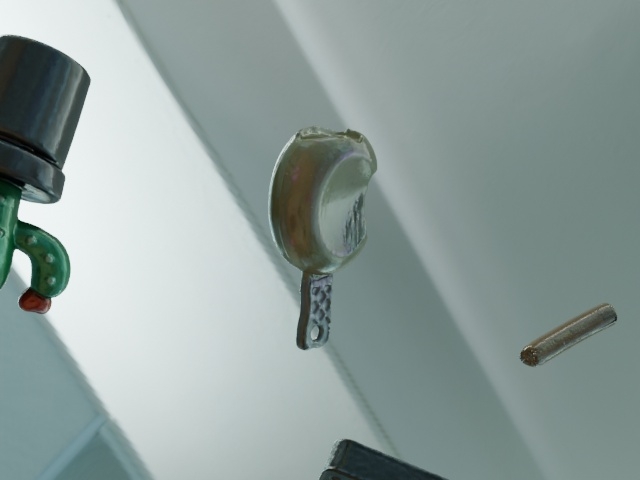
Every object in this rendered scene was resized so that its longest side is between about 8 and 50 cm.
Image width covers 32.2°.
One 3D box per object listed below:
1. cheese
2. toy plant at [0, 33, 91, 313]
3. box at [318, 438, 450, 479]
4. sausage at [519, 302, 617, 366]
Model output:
[{"bbox_3d":[0.000,0.000,1.412,0.082,0.163,0.286,15,-72,39],"label":"cheese"},{"bbox_3d":[-0.438,-0.064,1.493,0.185,0.400,0.279,4,-21,45],"label":"toy plant"},{"bbox_3d":[0.160,0.391,1.502,0.350,0.058,0.211,20,-36,6],"label":"box"},{"bbox_3d":[0.226,0.087,1.011,0.026,0.116,0.026,30,-49,42],"label":"sausage"}]
